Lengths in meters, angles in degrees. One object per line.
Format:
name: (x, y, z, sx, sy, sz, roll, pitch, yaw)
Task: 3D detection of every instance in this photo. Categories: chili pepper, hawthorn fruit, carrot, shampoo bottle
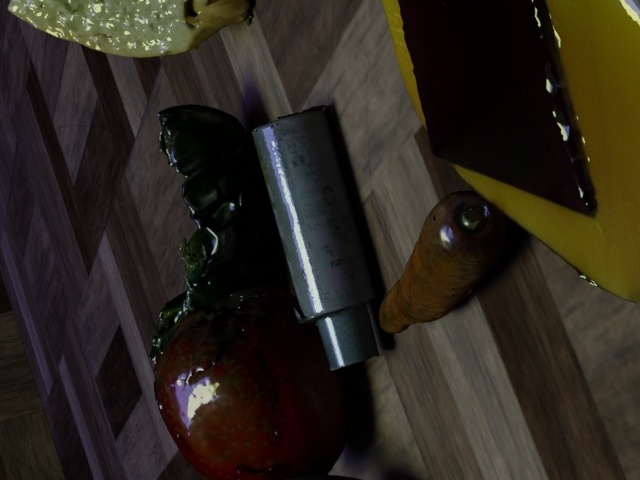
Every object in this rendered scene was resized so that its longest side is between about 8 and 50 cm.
chili pepper: (-0.094, -0.009, 1.503, 0.116, 0.148, 0.264, 19, 129, 29)
hawthorn fruit: (-0.045, 0.155, 1.441, 0.235, 0.181, 0.181, 62, 168, -28)
carrot: (0.082, 0.024, 1.128, 0.248, 0.059, 0.059, 117, 134, -68)
shampoo bottle: (0.000, 0.000, 1.316, 0.072, 0.072, 0.214, 165, 90, -71)

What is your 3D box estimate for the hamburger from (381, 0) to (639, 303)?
hamburger: (0.143, -0.098, 0.729, 0.295, 0.151, 0.227, 41, 148, 45)

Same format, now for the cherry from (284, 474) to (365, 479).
cherry: (0.007, 0.290, 1.336, 0.195, 0.195, 0.195, 165, 90, -71)

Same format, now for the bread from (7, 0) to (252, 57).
bread: (-0.136, -0.281, 1.467, 0.211, 0.224, 0.183, 29, 143, 3)
